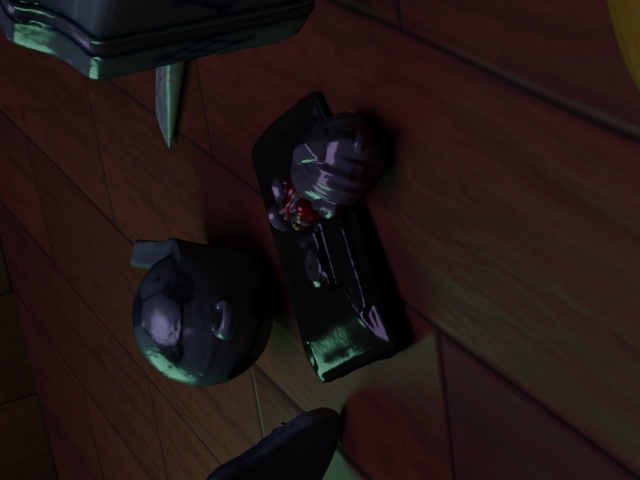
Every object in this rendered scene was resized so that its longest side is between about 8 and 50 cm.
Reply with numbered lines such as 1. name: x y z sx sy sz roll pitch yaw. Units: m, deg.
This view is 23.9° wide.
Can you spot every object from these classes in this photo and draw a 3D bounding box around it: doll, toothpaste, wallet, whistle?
1. doll: 0.003 -0.056 1.267 0.180 0.079 0.094 145 136 -60
2. toothpaste: -0.171 -0.175 1.699 0.218 0.033 0.052 109 143 -63
3. wallet: 0.000 0.000 1.377 0.168 0.052 0.245 -36 71 65
4. whistle: -0.137 0.078 1.645 0.290 0.163 0.163 180 73 -70

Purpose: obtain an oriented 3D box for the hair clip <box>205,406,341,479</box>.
1. hair clip: -0.092 0.397 1.570 0.238 0.318 0.392 60 155 23

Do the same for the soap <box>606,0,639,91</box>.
1. soap: 0.175 -0.148 0.810 0.089 0.033 0.168 -9 98 68

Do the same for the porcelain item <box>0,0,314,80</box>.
1. porcelain item: -0.135 -0.275 1.154 0.281 0.286 0.157 61 152 21
